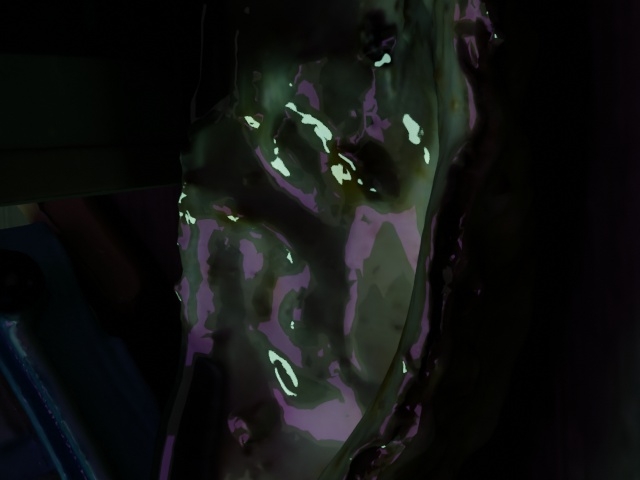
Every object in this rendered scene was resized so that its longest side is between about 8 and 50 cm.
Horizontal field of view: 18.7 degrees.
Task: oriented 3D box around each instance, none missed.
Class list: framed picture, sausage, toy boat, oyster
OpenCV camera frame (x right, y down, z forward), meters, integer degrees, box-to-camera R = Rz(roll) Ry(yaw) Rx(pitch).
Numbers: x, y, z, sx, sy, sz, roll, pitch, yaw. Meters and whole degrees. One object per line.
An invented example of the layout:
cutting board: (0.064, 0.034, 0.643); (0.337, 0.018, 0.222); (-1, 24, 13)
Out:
framed picture: (-0.091, -0.147, 0.526); (0.019, 0.209, 0.281); (-10, 93, 14)
sausage: (-0.090, -0.009, 0.680); (0.116, 0.026, 0.026); (49, 131, 36)
toy boat: (-0.084, 0.107, 0.615); (0.238, 0.098, 0.109); (57, 155, 22)
oyster: (0.002, 0.000, 0.517); (0.129, 0.079, 0.345); (18, 102, 47)
